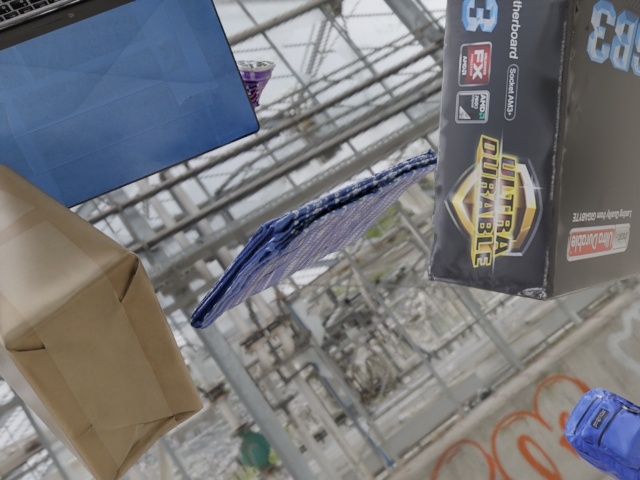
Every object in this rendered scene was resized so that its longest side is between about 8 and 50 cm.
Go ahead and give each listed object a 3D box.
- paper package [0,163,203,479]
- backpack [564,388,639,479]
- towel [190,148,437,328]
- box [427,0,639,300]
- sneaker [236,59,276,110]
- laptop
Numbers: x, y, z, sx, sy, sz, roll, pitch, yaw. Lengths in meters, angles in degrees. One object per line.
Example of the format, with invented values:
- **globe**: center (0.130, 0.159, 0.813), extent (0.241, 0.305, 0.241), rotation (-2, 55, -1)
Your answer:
- **paper package**: center (-0.340, 0.103, 0.933), extent (0.168, 0.325, 0.309), rotation (-40, -42, -28)
- **backpack**: center (0.362, 0.233, 0.883), extent (0.098, 0.120, 0.101), rotation (-50, -55, -9)
- **towel**: center (0.000, 0.000, 0.950), extent (0.336, 0.040, 0.243), rotation (-27, -13, -43)
- **box**: center (0.175, -0.126, 0.428), extent (0.073, 0.293, 0.296), rotation (7, 7, 40)
- **sneaker**: center (-0.109, -0.245, 1.166), extent (0.068, 0.071, 0.170), rotation (-2, -2, -10)
- **laptop**: center (-0.301, -0.241, 0.923), extent (0.382, 0.236, 0.408), rotation (-24, -10, -7)
